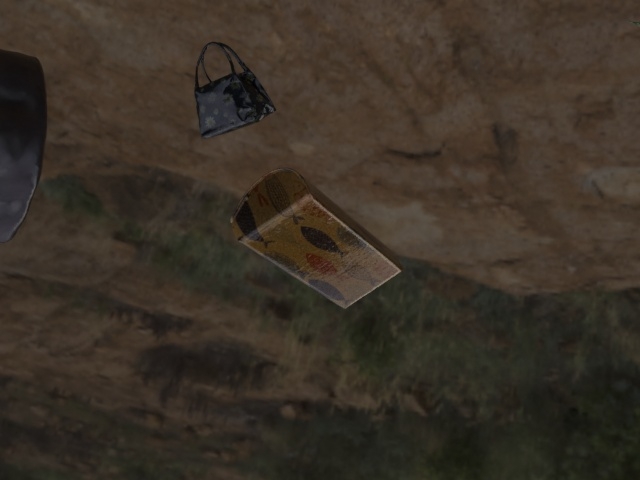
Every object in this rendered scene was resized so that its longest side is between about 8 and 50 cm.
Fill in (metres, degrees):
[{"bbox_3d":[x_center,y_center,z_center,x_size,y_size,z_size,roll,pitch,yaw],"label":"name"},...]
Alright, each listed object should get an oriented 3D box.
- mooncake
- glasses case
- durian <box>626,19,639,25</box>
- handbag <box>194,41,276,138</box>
[{"bbox_3d":[-0.409,-0.113,1.125,0.133,0.245,0.245,4,157,-26],"label":"mooncake"},{"bbox_3d":[0.000,0.000,0.739,0.064,0.041,0.170,-35,148,13],"label":"glasses case"},{"bbox_3d":[0.593,-0.239,1.296,0.352,0.169,0.158,47,153,-20],"label":"durian"},{"bbox_3d":[-0.144,-0.239,1.461,0.115,0.139,0.072,-15,-174,34],"label":"handbag"}]
